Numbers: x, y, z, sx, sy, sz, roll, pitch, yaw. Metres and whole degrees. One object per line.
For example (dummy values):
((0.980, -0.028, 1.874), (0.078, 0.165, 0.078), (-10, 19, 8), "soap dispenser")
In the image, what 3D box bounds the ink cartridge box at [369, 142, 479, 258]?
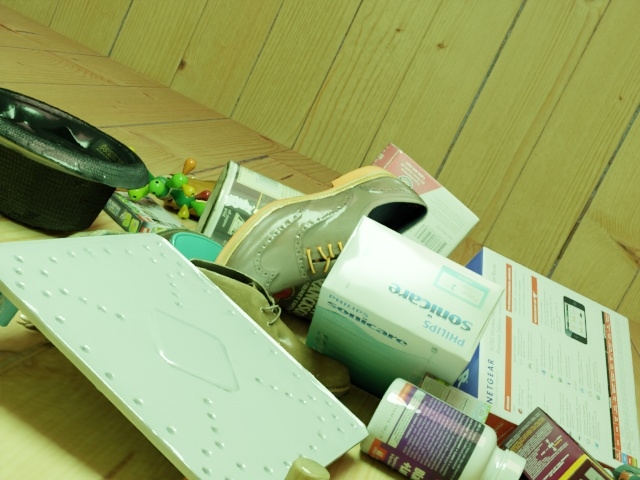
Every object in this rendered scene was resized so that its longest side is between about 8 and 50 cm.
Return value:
((0.119, -0.007, 1.949), (0.207, 0.283, 0.117), (40, 5, -14), "ink cartridge box")

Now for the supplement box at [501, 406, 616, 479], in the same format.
((0.335, 0.316, 1.430), (0.104, 0.081, 0.188), (42, 3, -14), "supplement box")

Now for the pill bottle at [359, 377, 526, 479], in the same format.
((0.157, 0.267, 1.338), (0.194, 0.108, 0.108), (28, 11, 11), "pill bottle")

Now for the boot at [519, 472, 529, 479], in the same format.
((0.288, 0.349, 1.448), (0.106, 0.037, 0.114), (32, 8, 17), "boot")

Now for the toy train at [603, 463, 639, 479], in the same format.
((0.524, 0.406, 1.481), (0.334, 0.142, 0.190), (19, 1, -21), "toy train")

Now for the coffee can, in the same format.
((-0.067, 0.010, 1.767), (0.275, 0.201, 0.201), (23, 12, -10), "coffee can")

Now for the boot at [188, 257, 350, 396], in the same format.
((-0.079, 0.125, 1.449), (0.305, 0.115, 0.112), (25, 8, -15), "boot")

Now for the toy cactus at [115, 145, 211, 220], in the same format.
((-0.292, -0.109, 1.924), (0.219, 0.112, 0.180), (18, 1, 0), "toy cactus")

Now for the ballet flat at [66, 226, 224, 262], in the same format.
((-0.250, 0.038, 1.506), (0.123, 0.123, 0.349), (32, 11, 27), "ballet flat")

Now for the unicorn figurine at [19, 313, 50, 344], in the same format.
((-0.268, 0.107, 1.250), (0.162, 0.060, 0.111), (32, 17, 17), "unicorn figurine")

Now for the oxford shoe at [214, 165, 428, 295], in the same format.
((0.000, 0.000, 1.588), (0.364, 0.130, 0.133), (-32, 37, -21), "oxford shoe")

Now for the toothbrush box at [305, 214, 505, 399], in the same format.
((0.106, 0.120, 1.480), (0.216, 0.126, 0.295), (27, -24, 7), "toothbrush box")

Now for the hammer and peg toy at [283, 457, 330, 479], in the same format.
((0.113, 0.330, 0.912), (0.361, 0.127, 0.266), (22, 10, -24), "hammer and peg toy")

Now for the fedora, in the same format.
((-0.441, -0.114, 1.628), (0.334, 0.152, 0.334), (25, 11, -5), "fedora")

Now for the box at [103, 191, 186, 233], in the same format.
((-0.330, -0.052, 1.888), (0.114, 0.036, 0.207), (15, 16, -44), "box")

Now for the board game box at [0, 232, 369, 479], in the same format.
((-0.157, 0.140, 1.181), (0.390, 0.050, 0.390), (41, 15, 14), "board game box")

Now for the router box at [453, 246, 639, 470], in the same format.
((0.358, 0.207, 1.671), (0.301, 0.082, 0.335), (26, 43, -13), "router box")

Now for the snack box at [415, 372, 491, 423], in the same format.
((0.166, 0.242, 1.449), (0.100, 0.037, 0.141), (28, -28, 4), "snack box")

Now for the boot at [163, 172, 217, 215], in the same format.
((-0.194, -0.054, 2.083), (0.211, 0.104, 0.295), (13, 11, -30), "boot")
